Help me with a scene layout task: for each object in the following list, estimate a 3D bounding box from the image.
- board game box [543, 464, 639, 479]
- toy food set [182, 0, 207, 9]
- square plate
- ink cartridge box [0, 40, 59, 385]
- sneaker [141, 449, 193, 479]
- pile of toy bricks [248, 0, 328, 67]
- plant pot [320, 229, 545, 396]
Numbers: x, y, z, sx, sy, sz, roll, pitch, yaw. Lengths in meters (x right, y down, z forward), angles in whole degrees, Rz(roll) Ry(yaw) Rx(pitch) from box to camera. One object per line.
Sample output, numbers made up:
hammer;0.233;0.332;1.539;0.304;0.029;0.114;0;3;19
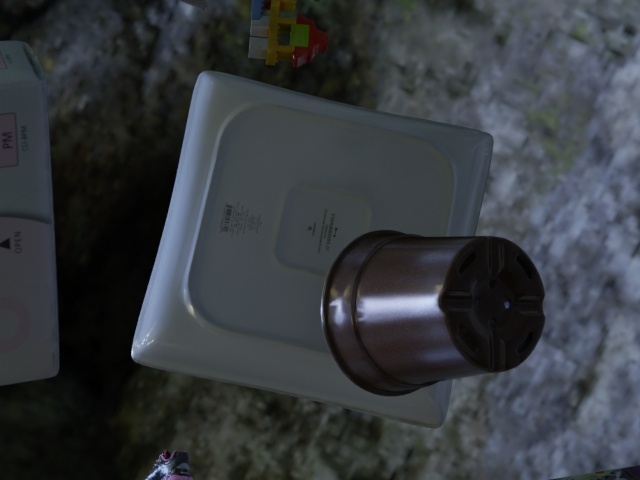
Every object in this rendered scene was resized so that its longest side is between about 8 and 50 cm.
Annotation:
board game box;0.374;0.342;1.624;0.347;0.208;0.056;-8;-154;-5
toy food set;-0.222;-0.355;1.757;0.128;0.071;0.218;10;-126;-42
square plate;0.000;0.000;1.607;0.344;0.347;0.049;13;163;-3
ink cartridge box;-0.256;0.001;0.768;0.232;0.189;0.066;-11;-145;-22
sneaker;-0.201;0.301;1.909;0.047;0.119;0.057;12;-117;-36
pile of toy bricks;-0.015;-0.290;1.552;0.105;0.118;0.212;4;-124;-3
plant pot;0.115;0.066;1.410;0.167;0.167;0.165;17;166;-33
